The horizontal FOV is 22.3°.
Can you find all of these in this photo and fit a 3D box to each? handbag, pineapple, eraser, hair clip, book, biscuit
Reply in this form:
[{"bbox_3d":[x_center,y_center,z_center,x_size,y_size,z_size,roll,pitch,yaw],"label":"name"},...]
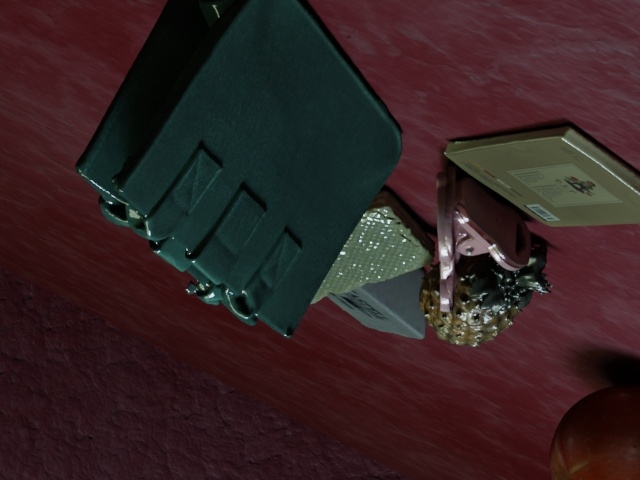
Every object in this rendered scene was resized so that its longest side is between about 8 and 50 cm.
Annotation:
[{"bbox_3d":[-0.064,-0.072,1.418,0.089,0.238,0.326,24,166,32],"label":"handbag"},{"bbox_3d":[0.178,0.047,1.706,0.108,0.108,0.197,30,156,-10],"label":"pineapple"},{"bbox_3d":[0.000,0.001,1.894,0.111,0.077,0.352,12,160,48],"label":"eraser"},{"bbox_3d":[0.127,-0.008,1.574,0.102,0.123,0.138,-21,144,33],"label":"hair clip"},{"bbox_3d":[0.210,-0.053,1.432,0.138,0.016,0.198,33,166,-21],"label":"book"},{"bbox_3d":[0.014,0.013,1.783,0.199,0.041,0.121,-19,137,25],"label":"biscuit"}]

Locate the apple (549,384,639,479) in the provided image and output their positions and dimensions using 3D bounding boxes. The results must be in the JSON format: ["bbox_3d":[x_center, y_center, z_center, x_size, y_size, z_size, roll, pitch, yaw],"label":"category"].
[{"bbox_3d":[0.382,0.300,1.910,0.216,0.260,0.260,2,164,1],"label":"apple"}]
